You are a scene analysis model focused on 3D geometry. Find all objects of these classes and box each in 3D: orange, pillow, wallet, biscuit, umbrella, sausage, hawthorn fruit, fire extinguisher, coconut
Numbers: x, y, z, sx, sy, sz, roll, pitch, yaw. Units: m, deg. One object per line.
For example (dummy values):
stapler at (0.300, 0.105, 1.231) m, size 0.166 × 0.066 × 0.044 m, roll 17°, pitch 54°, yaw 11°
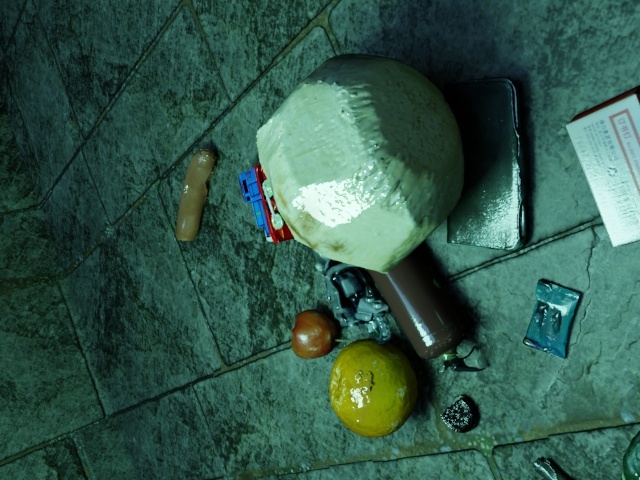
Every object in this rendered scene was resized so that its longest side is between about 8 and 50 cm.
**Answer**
orange at (0.117, 0.328, 1.418) m, size 0.219 × 0.192 × 0.219 m, roll 180°, pitch 90°, yaw -88°
pillow at (0.001, 0.000, 1.549) m, size 0.091 × 0.055 × 0.136 m, roll -24°, pitch 87°, yaw 16°
wallet at (0.306, -0.139, 1.187) m, size 0.172 × 0.045 × 0.318 m, roll 8°, pitch 109°, yaw 48°
biscuit at (0.298, 0.373, 1.367) m, size 0.089 × 0.027 × 0.087 m, roll -4°, pitch 100°, yaw 48°
umbrella at (0.468, 0.468, 1.214) m, size 0.133 × 0.031 × 0.036 m, roll 38°, pitch 101°, yaw 33°
sausage at (-0.372, -0.139, 1.883) m, size 0.087 × 0.079 × 0.327 m, roll 50°, pitch 133°, yaw 39°
hawthorn fruit at (-0.014, 0.240, 1.589) m, size 0.140 × 0.125 × 0.125 m, roll 34°, pitch 125°, yaw 37°
fire extinguisher at (0.213, 0.133, 1.317) m, size 0.337 × 0.135 × 0.114 m, roll 61°, pitch 141°, yaw 21°
coconut at (0.067, -0.129, 1.192) m, size 0.415 × 0.344 × 0.416 m, roll -10°, pitch 79°, yaw 62°

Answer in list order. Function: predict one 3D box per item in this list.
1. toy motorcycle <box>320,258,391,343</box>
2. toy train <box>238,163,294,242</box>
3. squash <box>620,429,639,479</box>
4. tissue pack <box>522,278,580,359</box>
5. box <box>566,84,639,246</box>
toy motorcycle at (0.077, 0.123, 1.444) m, size 0.270 × 0.106 × 0.159 m, roll 32°, pitch 138°, yaw 59°
toy train at (-0.127, -0.094, 1.633) m, size 0.131 × 0.082 × 0.204 m, roll -14°, pitch 90°, yaw 48°
squash at (0.589, 0.379, 0.956) m, size 0.252 × 0.165 × 0.252 m, roll 19°, pitch 117°, yaw 41°
tissue pack at (0.421, 0.147, 1.167) m, size 0.085 × 0.028 × 0.138 m, roll 23°, pitch 121°, yaw 40°
box at (0.484, -0.113, 1.001) m, size 0.123 × 0.050 × 0.230 m, roll -25°, pitch 83°, yaw 46°
